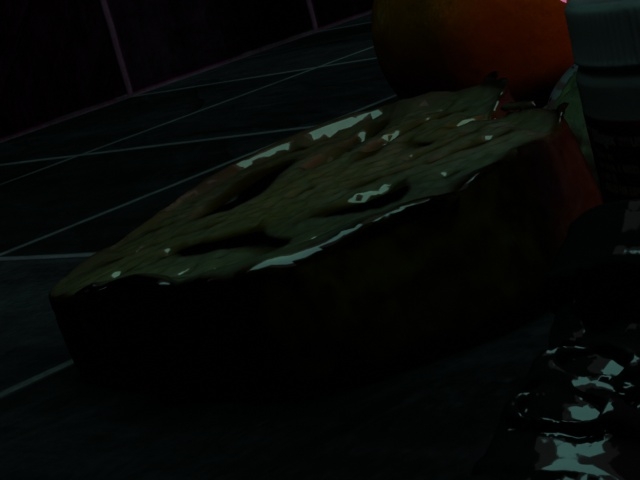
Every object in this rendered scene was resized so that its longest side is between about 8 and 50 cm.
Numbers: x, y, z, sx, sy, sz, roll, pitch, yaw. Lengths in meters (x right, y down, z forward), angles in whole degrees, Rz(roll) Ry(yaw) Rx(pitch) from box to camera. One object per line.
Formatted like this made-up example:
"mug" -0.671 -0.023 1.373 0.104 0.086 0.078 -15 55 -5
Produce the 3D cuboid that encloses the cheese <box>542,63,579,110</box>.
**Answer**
"cheese" 0.306 -0.139 1.493 0.286 0.074 0.189 -21 14 -31

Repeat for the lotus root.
"lotus root" 0.000 0.000 1.149 0.374 0.111 0.390 -15 14 6

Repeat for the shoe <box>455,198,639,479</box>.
"shoe" 0.134 0.050 0.635 0.291 0.137 0.114 -26 15 -39

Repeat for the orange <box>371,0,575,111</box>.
"orange" 0.177 -0.220 1.655 0.261 0.261 0.261 -14 11 3

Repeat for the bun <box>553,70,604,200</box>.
"bun" 0.267 -0.100 1.259 0.221 0.108 0.221 -15 11 3

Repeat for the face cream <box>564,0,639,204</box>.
"face cream" 0.241 -0.055 0.875 0.201 0.187 0.201 -14 11 3
